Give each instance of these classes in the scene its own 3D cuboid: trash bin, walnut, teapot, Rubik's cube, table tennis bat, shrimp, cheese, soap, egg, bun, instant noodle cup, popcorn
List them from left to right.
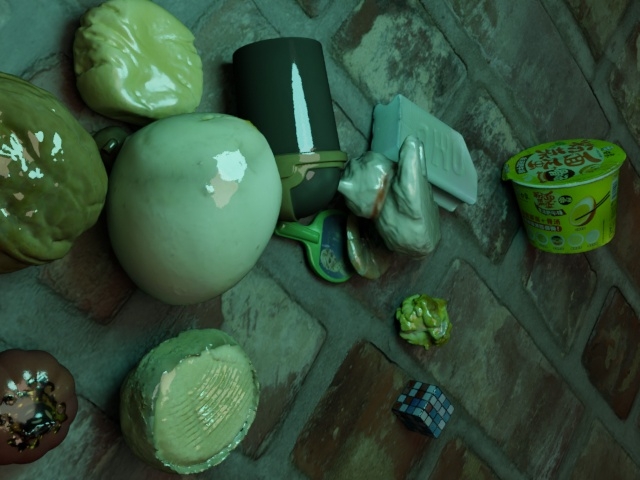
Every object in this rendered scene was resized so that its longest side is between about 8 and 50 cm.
[{"bbox_3d":[-0.466,-0.092,1.013,0.277,0.252,0.313,-54,131,-25],"label":"walnut"},{"bbox_3d":[-0.374,-0.169,1.199,0.110,0.085,0.080,38,65,-12],"label":"teapot"},{"bbox_3d":[-0.309,-0.307,1.229,0.226,0.117,0.213,1,87,-44],"label":"cheese"},{"bbox_3d":[-0.242,0.283,1.265,0.259,0.152,0.259,-15,111,-45],"label":"bun"},{"bbox_3d":[-0.215,-0.048,1.194,0.283,0.283,0.345,-3,118,-39],"label":"egg"},{"bbox_3d":[-0.060,-0.201,1.367,0.214,0.214,0.333,-5,88,-39],"label":"trash bin"},{"bbox_3d":[0.000,0.000,1.529,0.257,0.039,0.160,20,74,-39],"label":"table tennis bat"},{"bbox_3d":[0.110,-0.035,1.592,0.145,0.059,0.254,24,67,-34],"label":"shrimp"},{"bbox_3d":[0.246,0.402,1.697,0.092,0.092,0.092,-52,121,-25],"label":"Rubik's cube"},{"bbox_3d":[0.249,0.192,1.686,0.145,0.126,0.125,50,35,-11],"label":"popcorn"},{"bbox_3d":[0.246,-0.198,1.661,0.290,0.095,0.172,24,62,-37],"label":"soap"},{"bbox_3d":[0.659,-0.115,1.913,0.311,0.311,0.221,-32,120,-34],"label":"instant noodle cup"}]

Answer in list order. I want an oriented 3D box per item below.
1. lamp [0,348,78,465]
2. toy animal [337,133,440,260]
[{"bbox_3d":[-0.461,0.257,1.096,0.182,0.140,0.182,0,90,-42],"label":"lamp"},{"bbox_3d":[0.155,-0.076,1.519,0.308,0.188,0.266,-33,109,-75],"label":"toy animal"}]
